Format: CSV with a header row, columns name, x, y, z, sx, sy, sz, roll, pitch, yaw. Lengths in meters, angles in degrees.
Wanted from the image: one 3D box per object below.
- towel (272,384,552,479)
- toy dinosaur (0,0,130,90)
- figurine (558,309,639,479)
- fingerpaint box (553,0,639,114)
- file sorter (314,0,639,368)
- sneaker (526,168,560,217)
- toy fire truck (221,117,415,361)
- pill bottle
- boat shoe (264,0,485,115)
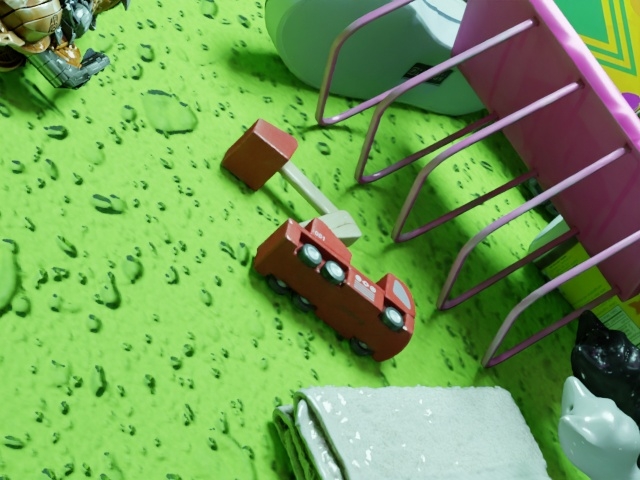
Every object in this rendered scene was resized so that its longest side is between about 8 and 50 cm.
name,x,y,z,sx,sy,sz,roll,pitch,yaw
towel,0.097,0.193,1.174,0.282,0.049,0.187,4,53,-48
toy dinosaur,-0.238,-0.201,1.121,0.218,0.164,0.322,61,9,-9
figurine,0.252,0.181,1.260,0.209,0.092,0.215,61,21,-11
fingerpaint box,0.274,-0.314,1.737,0.371,0.163,0.445,50,18,4
file sorter,0.146,-0.064,1.336,0.182,0.202,0.290,-28,74,-15
sneaker,0.339,-0.029,1.659,0.286,0.109,0.130,44,22,-13
toy fire truck,0.000,0.000,1.268,0.192,0.047,0.135,37,32,-17
pill bottle,0.311,0.052,1.515,0.215,0.117,0.117,49,32,1
boat shoe,0.058,-0.234,1.509,0.367,0.136,0.156,7,50,-50
